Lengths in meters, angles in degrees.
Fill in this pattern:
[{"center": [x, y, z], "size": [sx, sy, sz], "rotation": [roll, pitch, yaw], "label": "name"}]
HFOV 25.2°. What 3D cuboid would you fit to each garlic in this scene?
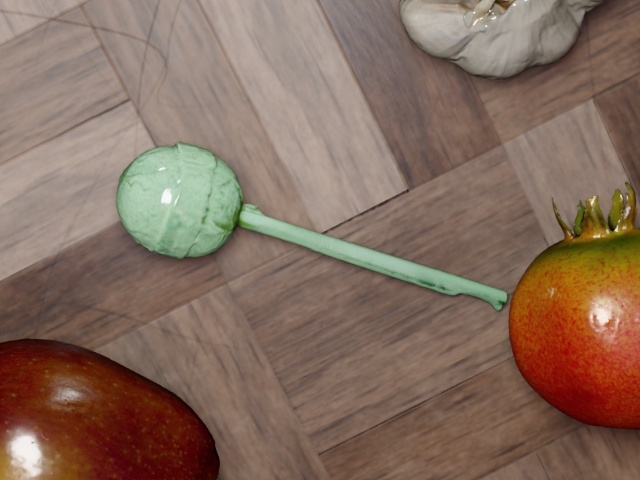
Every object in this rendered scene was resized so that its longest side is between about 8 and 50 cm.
[{"center": [0.199, -0.234, 1.448], "size": [0.230, 0.178, 0.142], "rotation": [-19, 119, 3], "label": "garlic"}]

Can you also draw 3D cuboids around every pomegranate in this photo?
[{"center": [0.307, 0.067, 1.483], "size": [0.221, 0.221, 0.256], "rotation": [-10, 99, -3], "label": "pomegranate"}]

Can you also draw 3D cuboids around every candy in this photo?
[{"center": [0.000, 0.000, 1.514], "size": [0.440, 0.119, 0.119], "rotation": [16, 98, -15], "label": "candy"}]

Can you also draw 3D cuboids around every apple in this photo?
[{"center": [-0.273, 0.238, 1.437], "size": [0.317, 0.288, 0.288], "rotation": [17, 98, -20], "label": "apple"}]
